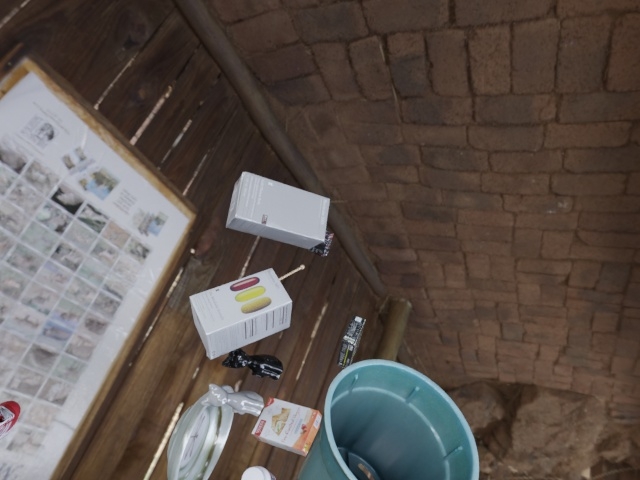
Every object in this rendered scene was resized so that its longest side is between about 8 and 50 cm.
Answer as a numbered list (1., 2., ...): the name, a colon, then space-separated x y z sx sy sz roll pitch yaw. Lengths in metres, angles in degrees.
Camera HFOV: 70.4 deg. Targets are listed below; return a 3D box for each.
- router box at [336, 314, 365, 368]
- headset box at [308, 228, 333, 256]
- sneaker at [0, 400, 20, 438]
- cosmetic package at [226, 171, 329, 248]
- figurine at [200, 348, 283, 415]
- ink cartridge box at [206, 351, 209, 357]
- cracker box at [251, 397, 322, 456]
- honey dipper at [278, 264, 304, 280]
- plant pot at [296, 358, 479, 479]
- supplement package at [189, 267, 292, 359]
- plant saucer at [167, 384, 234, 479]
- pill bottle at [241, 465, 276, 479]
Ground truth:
1. router box: 0.083 0.277 1.232 0.038 0.092 0.122 19 134 12
2. headset box: 0.000 0.000 1.393 0.062 0.083 0.032 24 -161 25
3. sneaker: -0.418 0.227 0.585 0.042 0.067 0.118 38 -173 -7
4. cosmetic package: -0.105 -0.070 1.145 0.238 0.127 0.107 13 162 -21
5. figurine: -0.253 0.446 1.434 0.092 0.214 0.209 22 171 47
6. ink cartridge box: -0.372 0.363 1.582 0.028 0.048 0.083 21 116 47
7. cracker box: -0.125 0.705 1.726 0.232 0.155 0.067 2 136 31
8. honey dipper: -0.133 0.139 1.807 0.030 0.161 0.030 49 156 30
9. plant pot: 0.110 0.507 1.016 0.341 0.341 0.334 24 124 -2
10. supplement package: -0.219 0.200 1.267 0.139 0.244 0.133 54 151 34
11. plant saucer: -0.436 0.696 1.596 0.101 0.400 0.400 14 153 13
12. pill bottle: -0.230 0.898 1.679 0.108 0.107 0.180 14 148 17
